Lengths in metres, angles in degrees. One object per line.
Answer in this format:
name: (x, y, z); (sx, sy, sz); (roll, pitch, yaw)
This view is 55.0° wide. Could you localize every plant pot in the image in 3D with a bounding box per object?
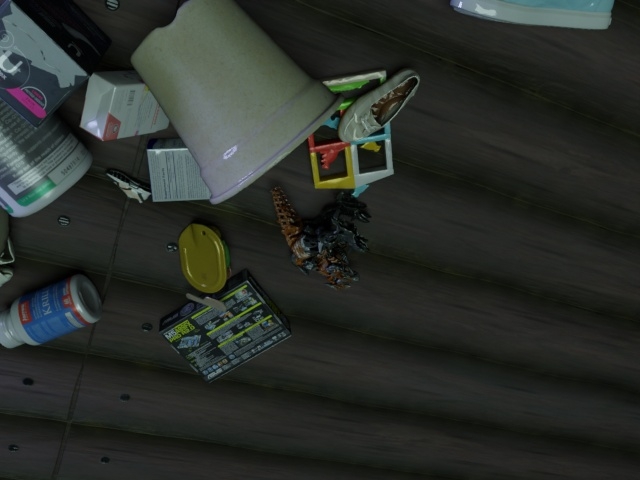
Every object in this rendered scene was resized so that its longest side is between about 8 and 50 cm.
plant pot: (-0.177, -0.290, 1.174); (0.334, 0.334, 0.305); (-36, 106, 11)

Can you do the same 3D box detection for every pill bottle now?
pill bottle: (-0.644, 0.173, 1.450); (0.221, 0.124, 0.124); (-23, 121, 2)
pill bottle: (-0.631, -0.236, 1.170); (0.204, 0.204, 0.361); (-30, 121, 7)

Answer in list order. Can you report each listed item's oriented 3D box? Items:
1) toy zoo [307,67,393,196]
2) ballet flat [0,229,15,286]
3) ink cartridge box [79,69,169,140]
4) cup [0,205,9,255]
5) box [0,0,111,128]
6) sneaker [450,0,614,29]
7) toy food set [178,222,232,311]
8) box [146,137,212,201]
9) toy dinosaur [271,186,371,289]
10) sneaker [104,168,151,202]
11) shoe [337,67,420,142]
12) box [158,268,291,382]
toy zoo: (0.065, -0.231, 1.403); (0.192, 0.030, 0.293); (-10, 121, -4)
ballet flat: (-0.734, 0.053, 1.398); (0.074, 0.074, 0.203); (11, 115, -16)
ink cartridge box: (-0.378, -0.276, 1.236); (0.067, 0.198, 0.115); (30, 116, 15)
cup: (-0.831, -0.018, 1.205); (0.331, 0.237, 0.331); (-1, 110, -2)
box: (-0.497, -0.342, 1.094); (0.143, 0.270, 0.165); (-38, 119, 12)
sneaker: (0.438, -0.520, 1.259); (0.366, 0.135, 0.150); (-3, 113, -19)
toy food set: (-0.267, 0.051, 1.487); (0.128, 0.071, 0.218); (10, 116, 22)
box: (-0.305, -0.157, 1.352); (0.137, 0.072, 0.126); (-3, 120, -9)
toy dinosaur: (0.000, 0.000, 1.463); (0.218, 0.164, 0.322); (-27, 144, 27)
sneaker: (-0.432, -0.120, 1.370); (0.109, 0.040, 0.044); (31, 117, -21)
shoe: (0.125, -0.289, 1.327); (0.219, 0.058, 0.076); (-41, 118, 13)
box: (-0.243, 0.225, 1.593); (0.270, 0.060, 0.216); (-31, 120, 8)
